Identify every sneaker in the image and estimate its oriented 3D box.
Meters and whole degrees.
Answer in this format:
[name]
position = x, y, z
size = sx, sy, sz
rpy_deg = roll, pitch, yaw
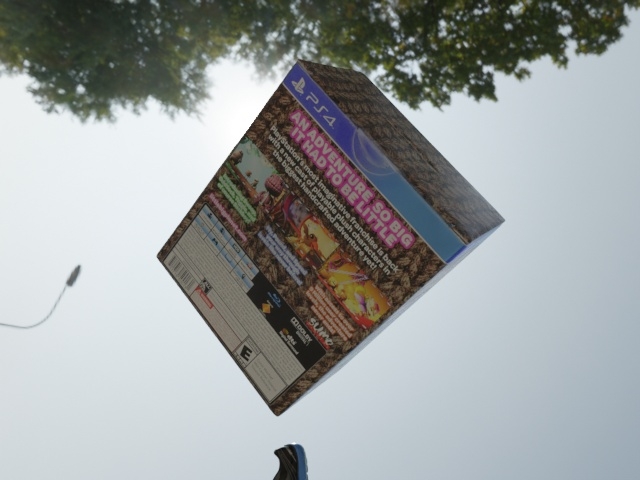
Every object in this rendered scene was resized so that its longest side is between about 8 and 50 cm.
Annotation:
[sneaker]
position = -0.061, 0.485, 1.080
size = 0.078, 0.067, 0.188
rpy_deg = -6, -118, 6

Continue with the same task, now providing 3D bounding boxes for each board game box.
[board game box]
position = 0.000, 0.000, 0.619
size = 0.232, 0.141, 0.291
rpy_deg = 50, -61, 13
